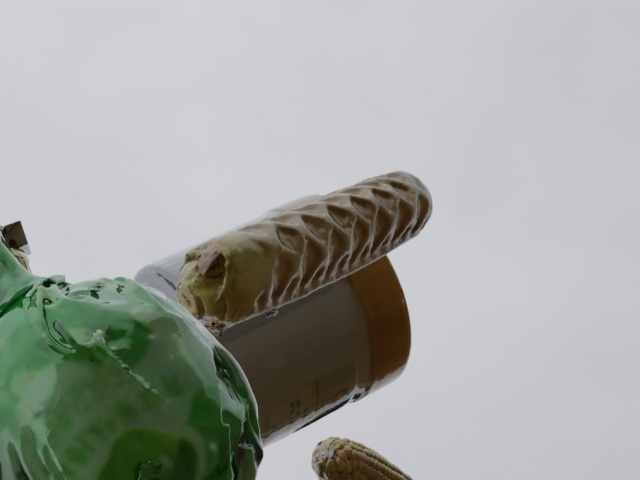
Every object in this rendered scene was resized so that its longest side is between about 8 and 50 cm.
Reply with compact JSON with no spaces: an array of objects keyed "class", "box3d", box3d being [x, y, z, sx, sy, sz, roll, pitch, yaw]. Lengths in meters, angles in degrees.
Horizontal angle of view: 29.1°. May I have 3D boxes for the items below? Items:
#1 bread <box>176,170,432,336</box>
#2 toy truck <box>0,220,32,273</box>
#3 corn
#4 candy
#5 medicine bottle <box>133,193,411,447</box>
[{"class":"bread","box3d":[-0.001,0.000,1.068,0.367,0.077,0.084,-22,-44,-58]},{"class":"toy truck","box3d":[-0.421,0.074,1.263,0.272,0.124,0.157,-21,-98,-14]},{"class":"corn","box3d":[0.093,0.367,1.727,0.292,0.101,0.101,40,-90,-30]},{"class":"candy","box3d":[-0.135,-0.023,0.408,0.097,0.323,0.097,-36,-18,-13]},{"class":"medicine bottle","box3d":[-0.058,0.096,1.364,0.232,0.238,0.237,-24,-54,-26]}]
